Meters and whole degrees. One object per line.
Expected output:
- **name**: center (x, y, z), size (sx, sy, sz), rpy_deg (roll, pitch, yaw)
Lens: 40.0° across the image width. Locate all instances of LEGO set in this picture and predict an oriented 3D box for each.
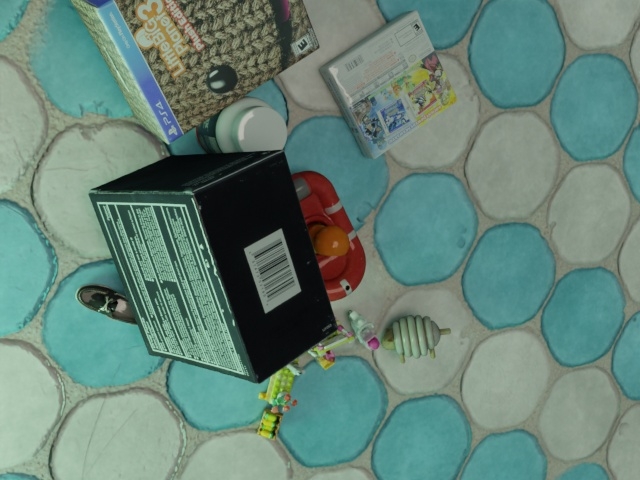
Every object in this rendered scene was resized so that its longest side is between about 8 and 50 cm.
- **LEGO set**: center (-0.017, 0.232, 1.557), size (0.287, 0.107, 0.132), rpy_deg (-44, 114, -12)

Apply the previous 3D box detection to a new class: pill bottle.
- **pill bottle**: center (-0.124, -0.175, 1.390), size (0.108, 0.180, 0.107), rpy_deg (-5, 101, -25)

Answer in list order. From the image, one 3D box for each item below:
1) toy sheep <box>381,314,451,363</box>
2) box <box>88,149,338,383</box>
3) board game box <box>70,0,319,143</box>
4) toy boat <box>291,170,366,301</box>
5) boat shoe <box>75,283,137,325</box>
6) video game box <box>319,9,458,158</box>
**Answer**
- **toy sheep**: center (0.180, 0.182, 1.652), size (0.132, 0.091, 0.091), rpy_deg (-12, 106, 2)
- **box**: center (-0.164, 0.028, 1.330), size (0.183, 0.294, 0.296), rpy_deg (-30, 113, -38)
- **board game box**: center (-0.185, -0.331, 1.322), size (0.291, 0.141, 0.232), rpy_deg (-36, 128, -14)
- **toy boat**: center (0.000, 0.000, 1.498), size (0.151, 0.151, 0.231), rpy_deg (-33, 112, -16)
- **boat shoe**: center (-0.334, 0.107, 1.421), size (0.125, 0.038, 0.046), rpy_deg (29, 86, -27)
- **video game box**: center (0.125, -0.277, 1.565), size (0.205, 0.048, 0.187), rpy_deg (-35, 110, -15)
